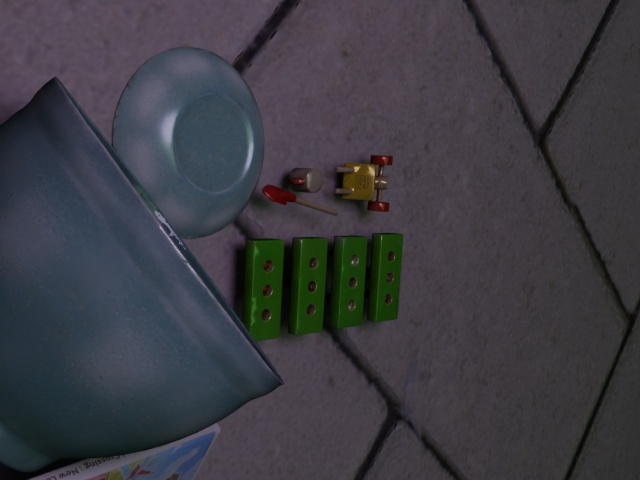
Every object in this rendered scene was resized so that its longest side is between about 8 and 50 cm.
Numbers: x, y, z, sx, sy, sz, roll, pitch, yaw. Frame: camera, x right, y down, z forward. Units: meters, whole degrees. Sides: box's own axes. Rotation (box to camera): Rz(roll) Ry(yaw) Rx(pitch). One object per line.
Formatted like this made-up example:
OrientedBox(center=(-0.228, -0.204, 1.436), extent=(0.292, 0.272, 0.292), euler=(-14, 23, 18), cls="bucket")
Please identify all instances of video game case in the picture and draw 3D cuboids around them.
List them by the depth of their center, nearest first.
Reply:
OrientedBox(center=(-0.199, 0.250, 0.758), extent=(0.193, 0.023, 0.212), euler=(-11, 139, -45), cls="video game case")

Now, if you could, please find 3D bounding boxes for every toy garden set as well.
OrientedBox(center=(0.000, 0.000, 1.012), extent=(0.244, 0.049, 0.204), euler=(-2, 98, -45), cls="toy garden set")

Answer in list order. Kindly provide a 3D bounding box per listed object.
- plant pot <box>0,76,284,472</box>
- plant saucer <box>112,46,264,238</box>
OrientedBox(center=(-0.193, 0.050, 0.675), extent=(0.196, 0.293, 0.293), euler=(-36, 123, -7), cls="plant pot")
OrientedBox(center=(-0.117, -0.098, 0.884), extent=(0.194, 0.037, 0.195), euler=(-7, 100, -47), cls="plant saucer")
